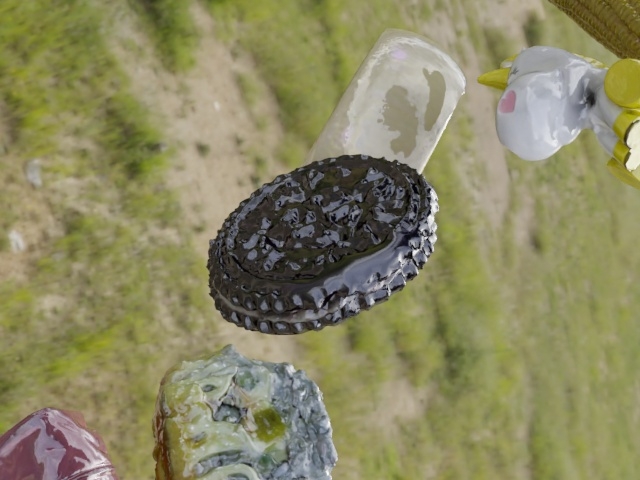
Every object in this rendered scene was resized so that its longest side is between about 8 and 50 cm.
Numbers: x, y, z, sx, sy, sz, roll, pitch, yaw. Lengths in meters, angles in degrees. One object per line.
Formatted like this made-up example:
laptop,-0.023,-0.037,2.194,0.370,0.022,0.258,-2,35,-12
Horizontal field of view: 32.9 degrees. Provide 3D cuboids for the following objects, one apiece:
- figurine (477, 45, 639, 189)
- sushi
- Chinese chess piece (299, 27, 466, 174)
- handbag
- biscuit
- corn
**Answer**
figurine,0.201,-0.110,0.845,0.130,0.178,0.109,-56,138,-35
sushi,-0.084,0.241,1.176,0.184,0.139,0.274,-1,54,-19
Chinese chess piece,0.045,-0.088,1.112,0.102,0.273,0.273,30,41,-3
handbag,-0.359,0.306,1.302,0.135,0.225,0.146,57,5,12
biscuit,0.000,0.000,0.840,0.194,0.194,0.053,-66,144,-48
corn,0.267,-0.214,0.972,0.080,0.080,0.231,48,6,-42
